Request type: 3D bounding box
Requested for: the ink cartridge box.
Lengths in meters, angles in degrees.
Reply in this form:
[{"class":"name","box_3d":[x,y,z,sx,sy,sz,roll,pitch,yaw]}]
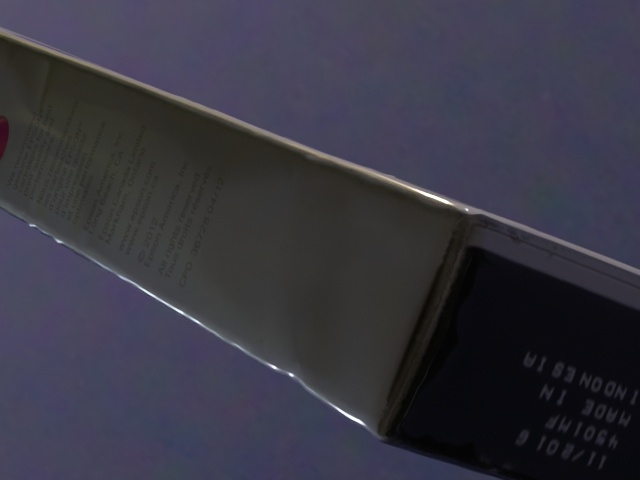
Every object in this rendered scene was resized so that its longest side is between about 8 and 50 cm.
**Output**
[{"class":"ink cartridge box","box_3d":[0.000,0.000,0.597,0.371,0.176,0.069,29,-83,57]}]
